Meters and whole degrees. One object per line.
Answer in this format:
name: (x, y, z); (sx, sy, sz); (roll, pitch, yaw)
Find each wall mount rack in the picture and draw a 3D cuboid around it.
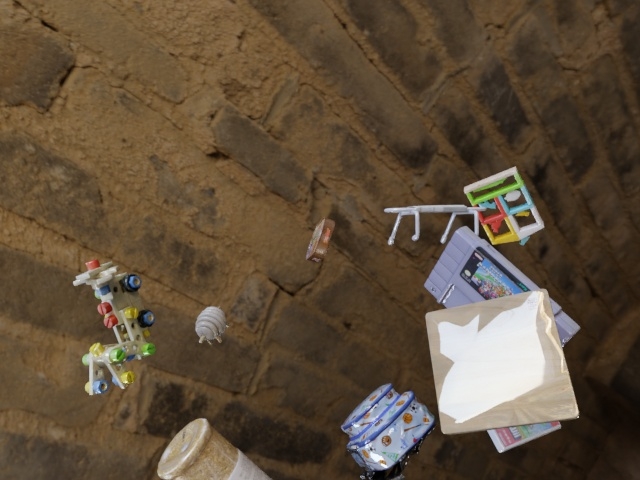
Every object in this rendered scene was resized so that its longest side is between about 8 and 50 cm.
wall mount rack: (0.373, -0.050, 1.891); (0.349, 0.304, 0.131); (-1, -90, -9)

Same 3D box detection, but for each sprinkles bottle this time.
sprinkles bottle: (-0.129, 0.480, 1.018); (0.121, 0.121, 0.355); (-46, -74, -13)

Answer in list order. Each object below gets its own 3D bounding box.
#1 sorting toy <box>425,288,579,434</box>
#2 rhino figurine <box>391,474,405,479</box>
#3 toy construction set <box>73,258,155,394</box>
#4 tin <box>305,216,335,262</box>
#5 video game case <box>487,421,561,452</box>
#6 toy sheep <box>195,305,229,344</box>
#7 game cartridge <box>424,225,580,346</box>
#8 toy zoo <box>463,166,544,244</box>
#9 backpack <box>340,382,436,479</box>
sorting toy: (0.368, 0.257, 1.152); (0.089, 0.256, 0.256); (44, -143, -53)
rhino figurine: (0.319, 0.891, 1.889); (0.106, 0.243, 0.073); (-45, -35, -34)
toy construction set: (-0.512, 0.191, 1.370); (0.215, 0.151, 0.328); (-33, -58, -58)
tin: (0.000, 0.000, 1.470); (0.040, 0.189, 0.106); (15, -101, -7)
video game case: (0.580, 0.501, 1.679); (0.285, 0.204, 0.025); (-2, -36, -36)
toy sheep: (-0.298, 0.231, 1.524); (0.132, 0.091, 0.091); (-74, -25, -54)
game cartridge: (0.425, 0.155, 1.366); (0.068, 0.355, 0.230); (-27, -30, -31)
toy zoo: (0.661, -0.100, 1.982); (0.293, 0.192, 0.030); (57, -148, -20)
backpack: (0.201, 0.538, 1.612); (0.213, 0.263, 0.276); (46, -114, 1)
